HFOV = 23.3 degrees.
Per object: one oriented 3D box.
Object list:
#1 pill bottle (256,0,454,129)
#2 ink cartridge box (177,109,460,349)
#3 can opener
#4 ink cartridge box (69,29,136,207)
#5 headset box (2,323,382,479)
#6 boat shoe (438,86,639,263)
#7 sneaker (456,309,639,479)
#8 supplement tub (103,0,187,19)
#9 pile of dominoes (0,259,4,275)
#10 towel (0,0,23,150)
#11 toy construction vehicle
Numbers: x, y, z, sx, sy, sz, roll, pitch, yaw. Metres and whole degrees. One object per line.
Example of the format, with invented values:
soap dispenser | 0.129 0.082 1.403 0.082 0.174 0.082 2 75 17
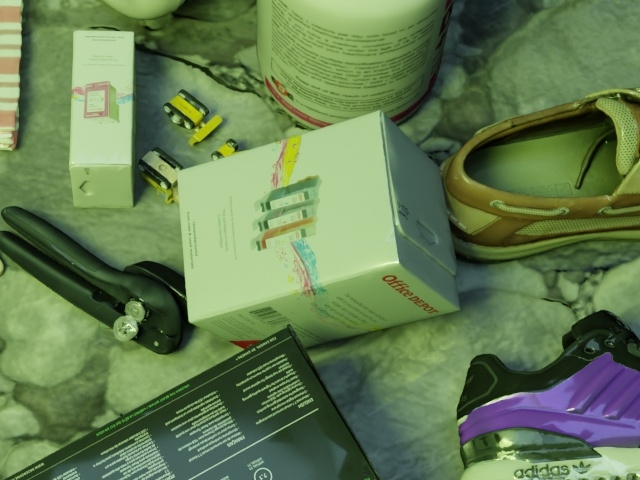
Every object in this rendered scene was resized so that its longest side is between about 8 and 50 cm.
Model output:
pill bottle | 0.029 -0.211 1.221 0.160 0.283 0.160 1 68 -2
ink cartridge box | 0.000 0.000 1.183 0.176 0.128 0.127 -14 66 21
can opener | -0.184 0.033 1.245 0.186 0.073 0.059 25 108 11
ink cartridge box | -0.177 -0.097 1.272 0.052 0.088 0.123 1 68 -5
headset box | -0.057 0.250 1.113 0.246 0.131 0.283 -29 72 -13
boat shoe | 0.246 -0.065 1.258 0.324 0.120 0.123 -17 70 -8
sneaker | 0.246 0.121 1.193 0.293 0.102 0.146 -3 67 -3
supplement tub | -0.085 -0.362 1.303 0.325 0.235 0.235 -37 74 -15
pile of dominoes | -0.382 0.053 1.230 0.196 0.040 0.251 27 70 9
towel | -0.325 -0.164 1.328 0.144 0.029 0.197 -1 64 -3
toy construction vehicle | -0.106 -0.066 1.296 0.098 0.035 0.086 37 60 9
